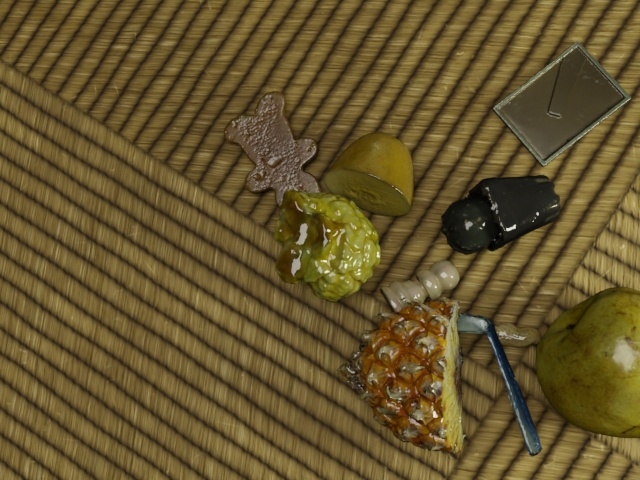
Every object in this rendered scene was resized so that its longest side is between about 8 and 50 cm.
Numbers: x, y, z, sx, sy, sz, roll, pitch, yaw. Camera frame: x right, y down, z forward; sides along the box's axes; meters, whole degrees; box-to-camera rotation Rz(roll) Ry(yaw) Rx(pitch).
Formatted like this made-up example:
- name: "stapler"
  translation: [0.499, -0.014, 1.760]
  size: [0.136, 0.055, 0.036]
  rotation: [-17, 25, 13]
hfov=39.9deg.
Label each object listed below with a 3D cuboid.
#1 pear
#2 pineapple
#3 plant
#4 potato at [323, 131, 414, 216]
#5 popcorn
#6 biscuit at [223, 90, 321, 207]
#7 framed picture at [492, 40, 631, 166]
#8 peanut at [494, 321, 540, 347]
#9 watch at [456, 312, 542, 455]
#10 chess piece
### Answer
- name: "pear"
  translation: [0.599, 0.246, 1.747]
  size: [0.304, 0.304, 0.303]
  rotation: [-2, 80, 10]
- name: "pineapple"
  translation: [0.135, 0.285, 1.800]
  size: [0.286, 0.209, 0.344]
  rotation: [-2, 88, 23]
- name: "plant"
  translation: [0.383, -0.061, 1.900]
  size: [0.256, 0.164, 0.141]
  rotation: [-20, 81, -9]
- name: "potato"
  translation: [0.131, -0.163, 1.968]
  size: [0.204, 0.178, 0.158]
  rotation: [13, 66, 36]
- name: "popcorn"
  translation: [0.000, 0.000, 1.911]
  size: [0.251, 0.206, 0.236]
  rotation: [38, 59, -27]
- name: "biscuit"
  translation: [-0.098, -0.189, 2.062]
  size: [0.197, 0.049, 0.301]
  rotation: [-33, 76, 8]
- name: "framed picture"
  translation: [0.541, -0.308, 1.985]
  size: [0.250, 0.016, 0.184]
  rotation: [-39, 76, 1]
- name: "peanut"
  translation: [0.417, 0.204, 1.900]
  size: [0.113, 0.054, 0.053]
  rotation: [6, 81, 8]
- name: "watch"
  translation: [0.334, 0.294, 1.854]
  size: [0.277, 0.068, 0.274]
  rotation: [5, 84, 23]
- name: "chess piece"
  translation: [0.224, 0.101, 1.935]
  size: [0.171, 0.094, 0.094]
  rotation: [-33, 76, -1]
